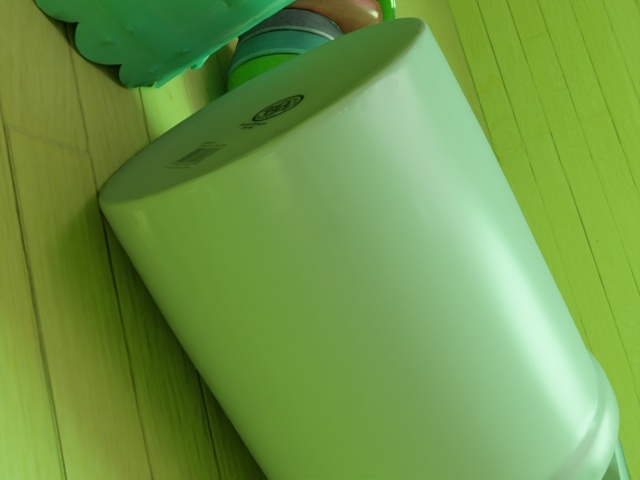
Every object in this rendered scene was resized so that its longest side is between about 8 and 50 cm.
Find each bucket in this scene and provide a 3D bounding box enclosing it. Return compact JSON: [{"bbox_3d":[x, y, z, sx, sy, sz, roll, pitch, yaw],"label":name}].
[{"bbox_3d":[-0.144,-0.302,0.810,0.281,0.183,0.281,52,26,-40],"label":"bucket"}]

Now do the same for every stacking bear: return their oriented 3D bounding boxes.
[{"bbox_3d":[-0.031,-0.138,1.006,0.164,0.175,0.289,15,63,-27],"label":"stacking bear"}]

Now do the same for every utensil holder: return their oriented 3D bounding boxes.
[{"bbox_3d":[0.039,0.046,0.766,0.386,0.327,0.328,62,22,-19],"label":"utensil holder"}]

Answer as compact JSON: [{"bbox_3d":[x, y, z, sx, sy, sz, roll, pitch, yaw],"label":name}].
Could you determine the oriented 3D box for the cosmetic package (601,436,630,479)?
[{"bbox_3d":[0.228,0.377,1.004,0.097,0.284,0.377,60,23,-27],"label":"cosmetic package"}]

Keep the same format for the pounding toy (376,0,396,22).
[{"bbox_3d":[0.052,-0.423,1.596,0.237,0.110,0.183,94,-23,-61],"label":"pounding toy"}]
